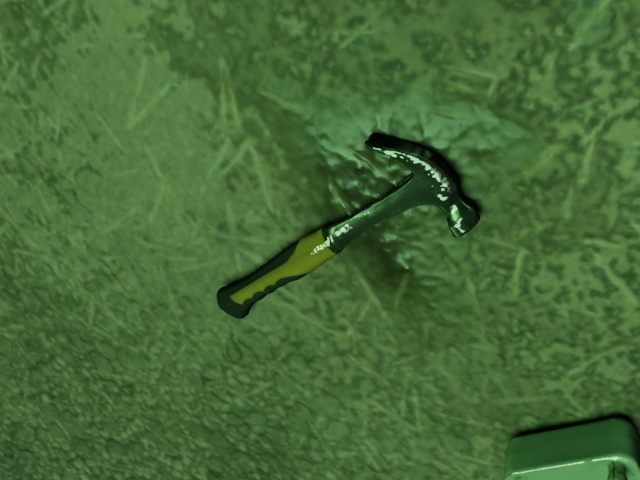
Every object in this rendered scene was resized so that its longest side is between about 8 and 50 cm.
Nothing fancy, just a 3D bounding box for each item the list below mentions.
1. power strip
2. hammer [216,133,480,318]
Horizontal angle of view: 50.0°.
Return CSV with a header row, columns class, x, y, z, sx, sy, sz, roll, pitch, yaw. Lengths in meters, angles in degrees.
class,x,y,z,sx,sy,sz,roll,pitch,yaw
power strip,0.185,0.232,0.485,0.145,0.061,0.216,-22,108,31
hammer,0.000,0.000,0.449,0.201,0.021,0.078,-30,104,33
